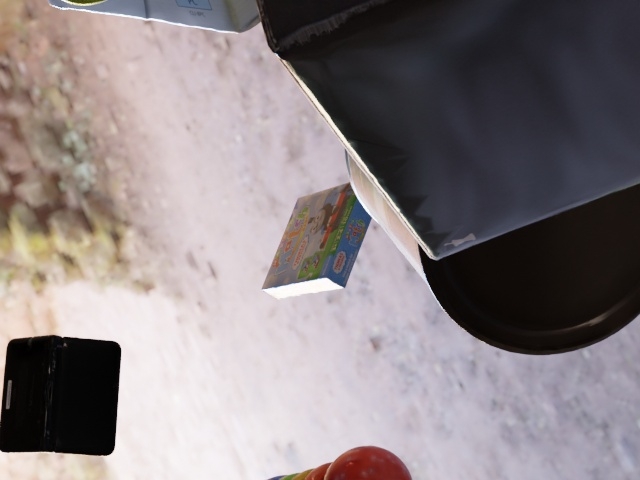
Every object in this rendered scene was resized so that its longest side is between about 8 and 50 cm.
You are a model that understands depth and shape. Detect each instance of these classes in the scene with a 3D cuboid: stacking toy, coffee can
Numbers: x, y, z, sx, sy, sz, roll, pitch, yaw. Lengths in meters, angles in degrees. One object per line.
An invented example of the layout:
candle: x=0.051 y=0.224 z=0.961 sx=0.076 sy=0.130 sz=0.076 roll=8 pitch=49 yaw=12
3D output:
stacking toy: x=-0.009 y=0.286 z=1.435 sx=0.330 sy=0.141 sz=0.141 roll=-41 pitch=74 yaw=51
coffee can: x=0.142 y=-0.050 z=1.110 sx=0.275 sy=0.201 sz=0.202 roll=-123 pitch=15 yaw=-71

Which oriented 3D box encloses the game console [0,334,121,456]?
game console: x=-0.275 y=0.165 z=1.455 sx=0.107 sy=0.071 sz=0.122 roll=-8 pitch=73 yaw=34

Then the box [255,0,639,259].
box: x=0.063 y=-0.185 z=0.666 sx=0.296 sy=0.182 sz=0.294 roll=44 pitch=-152 yaw=-67

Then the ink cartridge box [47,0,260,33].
ink cartridge box: x=-0.218 y=-0.397 z=1.352 sx=0.308 sy=0.091 sz=0.385 roll=16 pitch=139 yaw=41

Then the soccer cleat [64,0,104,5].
soccer cleat: x=-0.126 y=-0.311 z=1.069 sx=0.093 sy=0.289 sz=0.121 roll=27 pitch=-176 yaw=-20

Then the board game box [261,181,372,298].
board game box: x=0.000 y=0.000 z=2.004 sx=0.039 sy=0.160 sz=0.211 roll=28 pitch=161 yaw=-21
